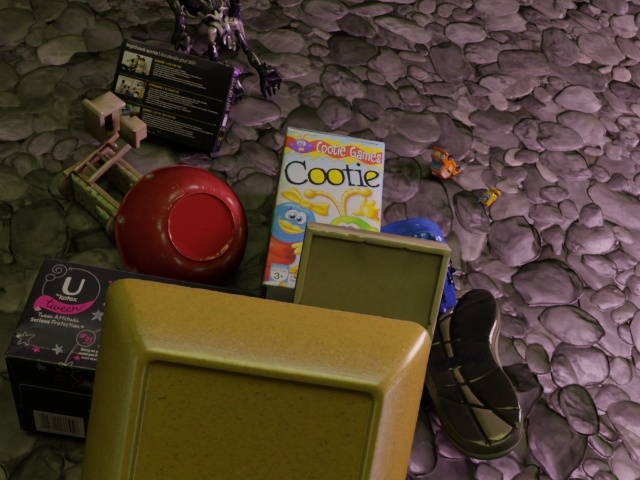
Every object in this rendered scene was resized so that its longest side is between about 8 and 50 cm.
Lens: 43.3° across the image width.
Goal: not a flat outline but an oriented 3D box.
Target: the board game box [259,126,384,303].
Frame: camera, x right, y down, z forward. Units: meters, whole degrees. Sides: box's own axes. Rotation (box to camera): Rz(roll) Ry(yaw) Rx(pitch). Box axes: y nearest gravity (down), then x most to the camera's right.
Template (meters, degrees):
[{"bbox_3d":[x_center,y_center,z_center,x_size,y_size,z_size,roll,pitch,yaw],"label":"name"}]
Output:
[{"bbox_3d":[0.000,0.000,1.085,0.142,0.144,0.275,9,50,-3],"label":"board game box"}]

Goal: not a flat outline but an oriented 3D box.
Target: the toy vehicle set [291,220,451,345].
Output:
[{"bbox_3d":[0.042,0.121,0.938,0.165,0.267,0.035,10,12,-4],"label":"toy vehicle set"}]

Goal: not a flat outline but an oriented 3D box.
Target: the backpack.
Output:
[{"bbox_3d":[0.127,0.035,1.051,0.097,0.120,0.101,-12,21,1],"label":"backpack"}]

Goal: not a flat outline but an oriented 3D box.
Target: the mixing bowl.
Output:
[{"bbox_3d":[-0.166,-0.014,1.038,0.181,0.098,0.182,1,87,-23],"label":"mixing bowl"}]

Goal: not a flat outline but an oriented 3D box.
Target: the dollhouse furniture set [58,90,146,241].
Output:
[{"bbox_3d":[-0.261,-0.079,1.088,0.182,0.161,0.101,37,54,20],"label":"dollhouse furniture set"}]

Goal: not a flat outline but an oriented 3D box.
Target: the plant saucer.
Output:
[{"bbox_3d":[-0.073,0.227,0.792,0.332,0.333,0.081,9,6,-3],"label":"plant saucer"}]

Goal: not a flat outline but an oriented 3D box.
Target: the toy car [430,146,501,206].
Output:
[{"bbox_3d":[0.219,-0.098,1.266,0.122,0.060,0.040,38,86,28],"label":"toy car"}]

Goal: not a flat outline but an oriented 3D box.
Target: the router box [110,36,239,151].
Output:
[{"bbox_3d":[-0.227,-0.222,1.235,0.178,0.133,0.046,16,7,2],"label":"router box"}]

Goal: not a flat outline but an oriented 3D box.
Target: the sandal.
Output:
[{"bbox_3d":[0.179,0.165,1.018,0.120,0.086,0.303,-8,35,8],"label":"sandal"}]

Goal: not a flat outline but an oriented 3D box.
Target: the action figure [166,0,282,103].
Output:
[{"bbox_3d":[-0.183,-0.349,1.341,0.164,0.141,0.276,-24,75,-24],"label":"action figure"}]

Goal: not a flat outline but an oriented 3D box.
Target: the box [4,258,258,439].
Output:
[{"bbox_3d":[-0.205,0.139,0.922,0.247,0.163,0.142,10,47,-3],"label":"box"}]
